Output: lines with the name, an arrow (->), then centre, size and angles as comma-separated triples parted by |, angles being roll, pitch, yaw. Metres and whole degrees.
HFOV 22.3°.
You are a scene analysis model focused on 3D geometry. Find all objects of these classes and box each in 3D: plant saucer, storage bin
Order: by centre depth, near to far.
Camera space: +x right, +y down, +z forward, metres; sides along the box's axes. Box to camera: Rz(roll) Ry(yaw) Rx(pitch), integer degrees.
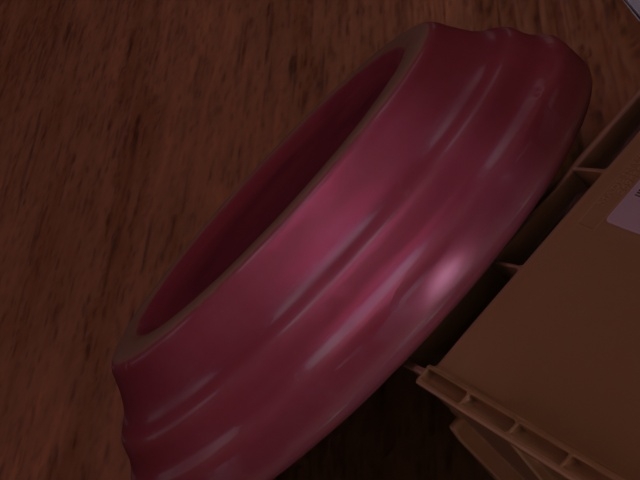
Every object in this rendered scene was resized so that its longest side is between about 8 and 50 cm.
storage bin -> 0.203, 0.029, 0.673 | 0.262, 0.123, 0.260 | -48, 30, -8
plant saucer -> 0.000, 0.000, 0.875 | 0.332, 0.084, 0.332 | -46, 9, 9

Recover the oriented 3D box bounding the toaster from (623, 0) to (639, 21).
toaster -> 0.187, -0.134, 0.616 | 0.110, 0.186, 0.168 | -25, 43, 32
